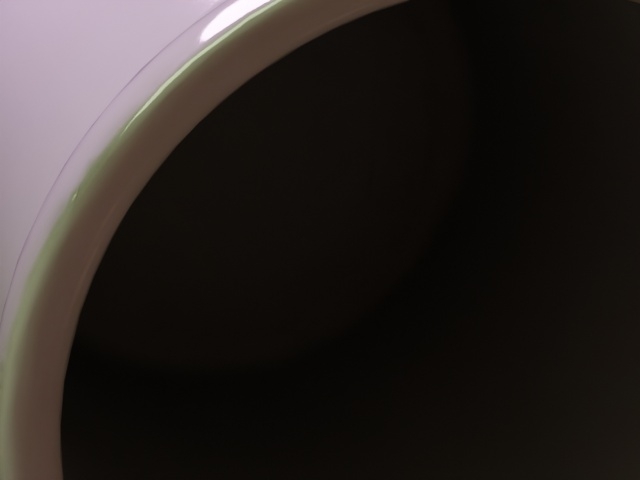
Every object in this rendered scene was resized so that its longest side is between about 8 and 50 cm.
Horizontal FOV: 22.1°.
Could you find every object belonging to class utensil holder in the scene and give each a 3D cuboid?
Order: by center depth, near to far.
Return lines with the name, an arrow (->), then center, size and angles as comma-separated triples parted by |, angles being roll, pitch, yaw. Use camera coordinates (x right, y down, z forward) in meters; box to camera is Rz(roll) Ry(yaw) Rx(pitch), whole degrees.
utensil holder -> 0.000, 0.000, 0.713 | 0.327, 0.327, 0.385 | -35, 26, -5
